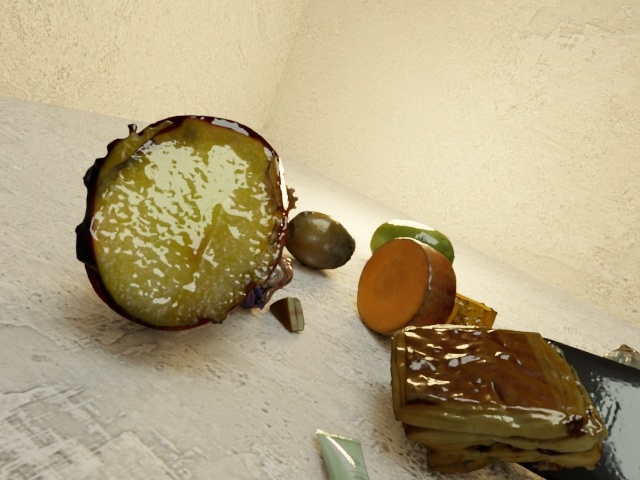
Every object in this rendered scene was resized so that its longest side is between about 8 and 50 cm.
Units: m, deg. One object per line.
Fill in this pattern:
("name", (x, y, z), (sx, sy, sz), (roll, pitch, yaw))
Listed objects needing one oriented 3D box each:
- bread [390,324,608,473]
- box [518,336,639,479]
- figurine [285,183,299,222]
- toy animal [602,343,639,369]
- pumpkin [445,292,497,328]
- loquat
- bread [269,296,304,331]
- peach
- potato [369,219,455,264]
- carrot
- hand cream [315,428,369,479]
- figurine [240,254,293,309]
("bread", (0.283, 0.278, 0.854), (0.325, 0.167, 0.277), (3, 22, 8))
("box", (0.479, 0.327, 0.917), (0.289, 0.073, 0.290), (17, 45, 41))
("figurine", (-0.160, -0.122, 1.662), (0.177, 0.173, 0.247), (19, 15, -15))
("toy animal", (0.857, 0.394, 1.296), (0.344, 0.194, 0.303), (36, -12, -18))
("pumpkin", (0.339, 0.209, 1.315), (0.281, 0.139, 0.190), (22, 11, 9))
("loquat", (0.000, 0.000, 1.481), (0.227, 0.179, 0.179), (19, 16, -24))
("bread", (-0.070, 0.151, 1.080), (0.043, 0.062, 0.109), (8, 18, -41))
("peach", (-0.231, -0.024, 0.877), (0.339, 0.353, 0.416), (22, 30, -3))
("potato", (0.331, 0.033, 1.767), (0.304, 0.215, 0.216), (30, 17, 21))
("carrot", (0.207, 0.118, 1.245), (0.100, 0.258, 0.307), (36, 11, -29))
("hand cream", (0.040, 0.329, 0.663), (0.078, 0.050, 0.205), (17, 12, -12))
("figurine", (-0.135, 0.089, 1.087), (0.157, 0.114, 0.126), (-17, 55, -44))
